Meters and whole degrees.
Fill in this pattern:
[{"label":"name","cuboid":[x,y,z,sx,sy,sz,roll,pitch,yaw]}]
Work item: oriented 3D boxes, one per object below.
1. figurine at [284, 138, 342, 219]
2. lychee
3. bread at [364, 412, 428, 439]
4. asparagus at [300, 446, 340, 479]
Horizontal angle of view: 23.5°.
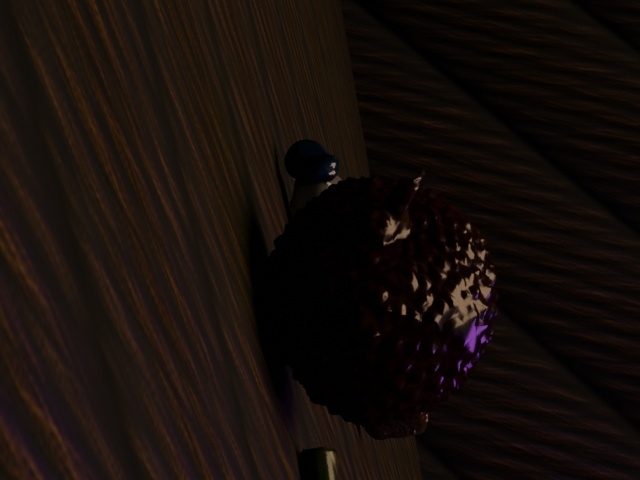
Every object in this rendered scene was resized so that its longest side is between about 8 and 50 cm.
[{"label":"figurine","cuboid":[0.055,0.015,2.033,0.283,0.204,0.338,-11,77,-59]},{"label":"lychee","cuboid":[0.065,0.056,1.668,0.264,0.264,0.300,-92,-171,-57]},{"label":"bread","cuboid":[0.102,0.160,2.598,0.416,0.113,0.165,-93,172,-63]},{"label":"asparagus","cuboid":[0.008,0.313,1.679,0.045,0.041,0.178,44,36,-67]}]
